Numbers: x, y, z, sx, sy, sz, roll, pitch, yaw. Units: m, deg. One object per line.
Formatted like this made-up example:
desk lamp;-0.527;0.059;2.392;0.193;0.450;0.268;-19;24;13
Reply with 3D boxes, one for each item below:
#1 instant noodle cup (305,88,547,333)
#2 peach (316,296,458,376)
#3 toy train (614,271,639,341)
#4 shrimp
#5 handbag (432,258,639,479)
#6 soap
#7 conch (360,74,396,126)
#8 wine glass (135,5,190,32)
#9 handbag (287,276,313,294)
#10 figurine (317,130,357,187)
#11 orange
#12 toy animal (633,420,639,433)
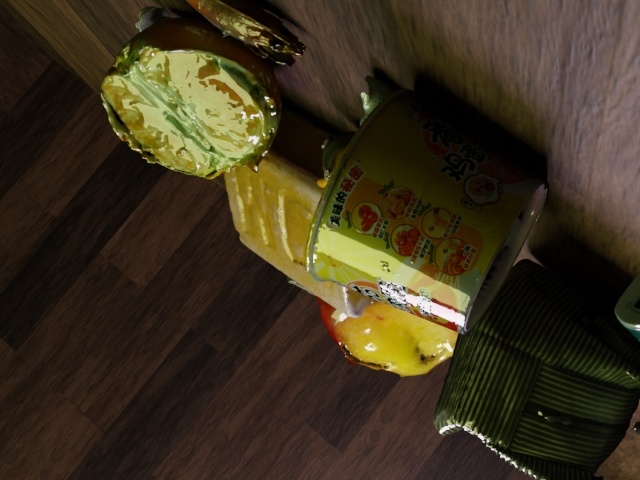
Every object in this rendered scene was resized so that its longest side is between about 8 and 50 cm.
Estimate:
instant noodle cup;0.130;-0.021;1.192;0.200;0.264;0.264;29;171;17
peach;0.144;0.137;2.010;0.338;0.281;0.281;61;169;-11
toy train;0.504;0.182;1.164;0.407;0.088;0.086;40;173;-18
shrimp;-0.108;-0.300;1.396;0.249;0.068;0.150;40;-171;38
handbag;0.314;0.183;1.373;0.240;0.247;0.341;23;-164;18
soap;-0.017;-0.059;1.799;0.335;0.156;0.293;33;142;36
conch;0.078;-0.166;1.269;0.057;0.076;0.085;1;140;2
wine glass;-0.259;-0.361;1.756;0.072;0.072;0.155;44;172;-39
handbag;0.002;0.005;2.194;0.253;0.109;0.315;38;-144;-46
figurine;0.079;-0.123;1.502;0.250;0.167;0.141;130;128;-60
orange;-0.200;-0.238;1.611;0.263;0.196;0.334;26;161;-20
toy animal;0.530;0.246;1.584;0.217;0.073;0.176;36;160;-14
